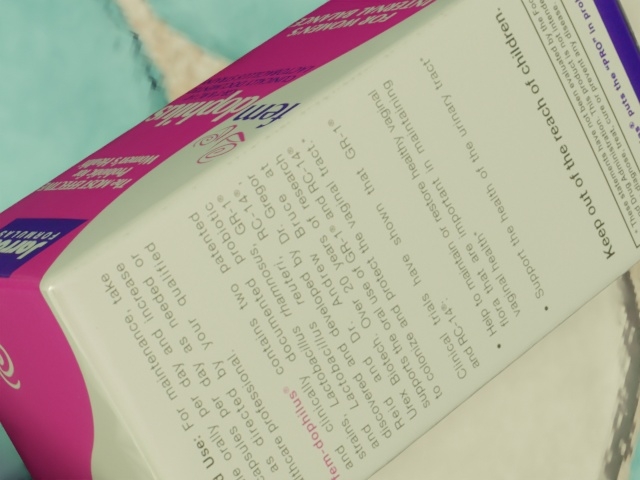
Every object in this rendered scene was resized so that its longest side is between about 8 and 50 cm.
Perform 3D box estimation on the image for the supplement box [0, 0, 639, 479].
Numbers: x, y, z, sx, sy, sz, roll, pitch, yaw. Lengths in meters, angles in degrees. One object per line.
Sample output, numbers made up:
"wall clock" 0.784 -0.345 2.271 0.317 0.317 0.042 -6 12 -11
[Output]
"supplement box" 0.000 0.000 0.633 0.220 0.111 0.114 -37 110 -26
